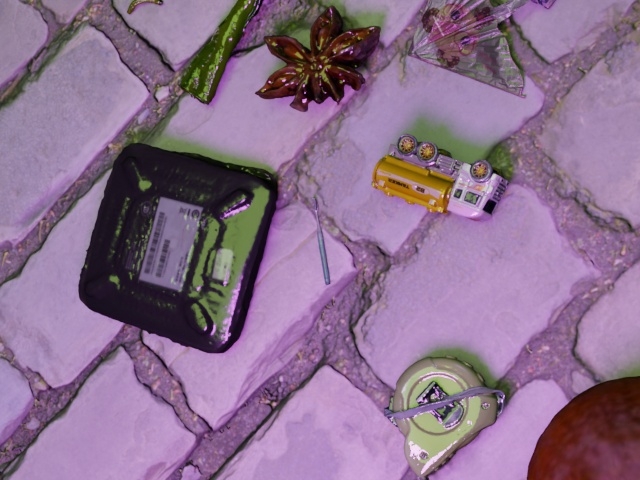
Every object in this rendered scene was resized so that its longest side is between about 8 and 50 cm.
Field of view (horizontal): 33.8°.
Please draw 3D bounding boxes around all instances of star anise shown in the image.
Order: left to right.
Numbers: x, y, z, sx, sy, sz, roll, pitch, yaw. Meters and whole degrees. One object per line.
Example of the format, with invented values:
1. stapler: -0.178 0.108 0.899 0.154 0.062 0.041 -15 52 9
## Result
1. star anise: -0.006 -0.331 1.955 0.220 0.099 0.214 15 73 26

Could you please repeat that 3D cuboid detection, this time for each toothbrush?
1. toothbrush: 0.000 0.000 1.939 0.011 0.014 0.167 -11 78 9

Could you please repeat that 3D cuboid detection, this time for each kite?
1. kite: 0.267 -0.388 1.874 0.268 0.013 0.323 -20 88 28

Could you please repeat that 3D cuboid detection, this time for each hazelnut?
1. hazelnut: 0.507 0.376 1.538 0.409 0.359 0.359 -8 79 28

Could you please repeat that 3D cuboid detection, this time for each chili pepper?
1. chili pepper: -0.359 -0.481 2.144 0.083 0.017 0.030 -5 82 19
2. chili pepper: -0.165 -0.432 2.027 0.085 0.076 0.359 33 102 23

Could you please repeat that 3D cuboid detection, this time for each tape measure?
1. tape measure: 0.203 0.282 1.771 0.200 0.106 0.175 -40 74 8

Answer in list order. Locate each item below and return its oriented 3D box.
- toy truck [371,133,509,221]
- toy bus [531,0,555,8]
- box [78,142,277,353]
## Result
1. toy truck: 0.206 -0.105 1.838 0.227 0.098 0.114 22 93 24
2. toy bus: 0.369 -0.456 1.852 0.102 0.058 0.052 35 95 22
3. box: -0.271 0.006 1.998 0.350 0.091 0.359 15 89 22
